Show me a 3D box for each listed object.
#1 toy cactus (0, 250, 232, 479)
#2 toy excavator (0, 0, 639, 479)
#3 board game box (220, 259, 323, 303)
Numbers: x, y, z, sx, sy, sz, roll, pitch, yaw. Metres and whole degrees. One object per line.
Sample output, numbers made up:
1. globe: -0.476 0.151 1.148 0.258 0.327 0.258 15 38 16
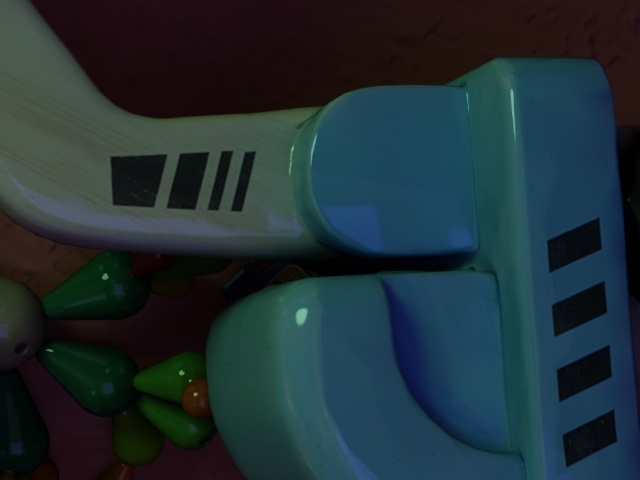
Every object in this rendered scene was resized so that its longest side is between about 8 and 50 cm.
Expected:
1. toy cactus: -0.138 0.071 0.923 0.180 0.112 0.219 31 108 -10
2. toy excavator: 0.000 0.000 0.808 0.445 0.222 0.433 -3 85 -19
3. board game box: 0.061 0.051 0.991 0.136 0.035 0.201 -43 112 2
